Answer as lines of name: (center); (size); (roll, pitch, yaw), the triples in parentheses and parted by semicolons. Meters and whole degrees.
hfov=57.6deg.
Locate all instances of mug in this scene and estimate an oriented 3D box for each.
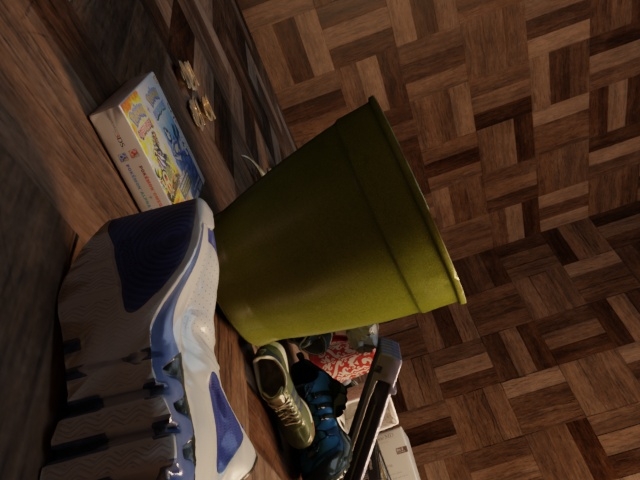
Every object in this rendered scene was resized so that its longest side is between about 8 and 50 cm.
mug: (0.063, 0.308, 1.575); (0.113, 0.169, 0.150); (60, 13, -60)

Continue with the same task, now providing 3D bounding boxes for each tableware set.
tableware set: (-0.260, -0.304, 1.207); (0.169, 0.020, 0.141); (-91, 161, -71)

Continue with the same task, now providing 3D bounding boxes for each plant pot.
plant pot: (0.003, 0.002, 0.977); (0.366, 0.352, 0.367); (-24, 90, -82)

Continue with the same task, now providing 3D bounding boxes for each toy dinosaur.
toy dinosaur: (-0.158, -0.175, 1.606); (0.093, 0.053, 0.183); (-95, 166, -61)

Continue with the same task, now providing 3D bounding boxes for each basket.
basket: (0.118, 0.469, 1.626); (0.103, 0.167, 0.113); (-102, 173, -82)

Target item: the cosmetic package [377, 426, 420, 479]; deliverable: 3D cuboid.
cosmetic package: (0.232, 0.737, 1.912); (0.151, 0.151, 0.184); (63, 9, -55)

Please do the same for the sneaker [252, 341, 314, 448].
sneaker: (-0.070, 0.269, 0.990); (0.086, 0.064, 0.192); (12, 57, -78)

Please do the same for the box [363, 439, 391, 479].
box: (0.177, 0.763, 1.671); (0.242, 0.076, 0.308); (-89, 160, -73)

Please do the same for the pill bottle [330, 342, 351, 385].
pill bottle: (0.050, 0.375, 1.754); (0.067, 0.067, 0.120); (-77, 149, -79)

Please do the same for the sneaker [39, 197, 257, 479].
sneaker: (-0.140, 0.132, 0.524); (0.182, 0.127, 0.316); (70, 11, -51)

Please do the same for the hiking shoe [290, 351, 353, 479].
hiking shoe: (-0.021, 0.347, 1.114); (0.132, 0.113, 0.304); (46, 12, -16)

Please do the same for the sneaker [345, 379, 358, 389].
sneaker: (0.104, 0.518, 1.831); (0.077, 0.072, 0.178); (42, 22, -57)

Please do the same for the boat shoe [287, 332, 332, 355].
boat shoe: (-0.059, 0.179, 1.237); (0.319, 0.116, 0.099); (64, 28, -49)

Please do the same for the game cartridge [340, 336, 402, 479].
game cartridge: (0.094, 0.387, 1.204); (0.230, 0.068, 0.355); (11, 97, -80)

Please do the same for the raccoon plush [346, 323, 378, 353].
raccoon plush: (-0.021, 0.043, 1.348); (0.446, 0.299, 0.216); (-81, 163, -50)

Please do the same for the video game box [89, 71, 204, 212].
video game box: (-0.227, -0.120, 0.803); (0.205, 0.048, 0.187); (-98, 166, -62)
